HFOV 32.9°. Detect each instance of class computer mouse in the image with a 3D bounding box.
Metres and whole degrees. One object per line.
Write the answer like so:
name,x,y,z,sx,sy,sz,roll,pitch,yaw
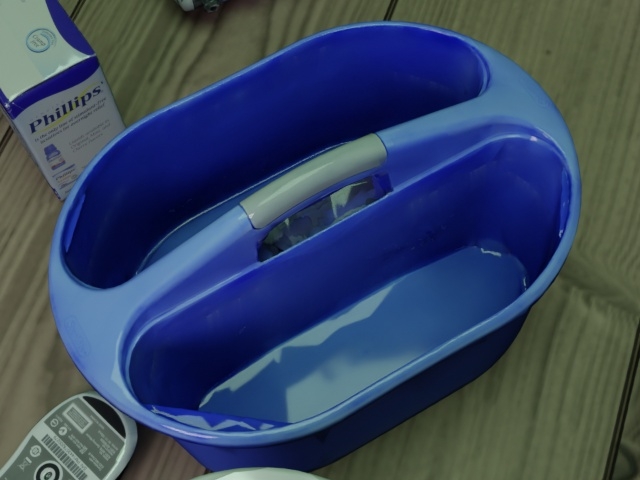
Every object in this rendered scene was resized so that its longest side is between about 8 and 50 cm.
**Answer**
computer mouse,-0.188,0.181,0.692,0.106,0.042,0.193,40,77,25

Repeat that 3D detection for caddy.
caddy,0.000,0.000,0.697,0.341,0.179,0.241,-29,64,-11

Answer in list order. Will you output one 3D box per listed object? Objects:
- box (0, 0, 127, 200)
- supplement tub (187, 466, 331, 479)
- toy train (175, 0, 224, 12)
box,-0.206,-0.120,0.790,0.072,0.137,0.126,-32,66,-12
supplement tub,-0.020,0.228,0.528,0.191,0.272,0.191,-1,63,2
toy train,-0.059,-0.250,0.885,0.184,0.080,0.105,-24,70,-9
